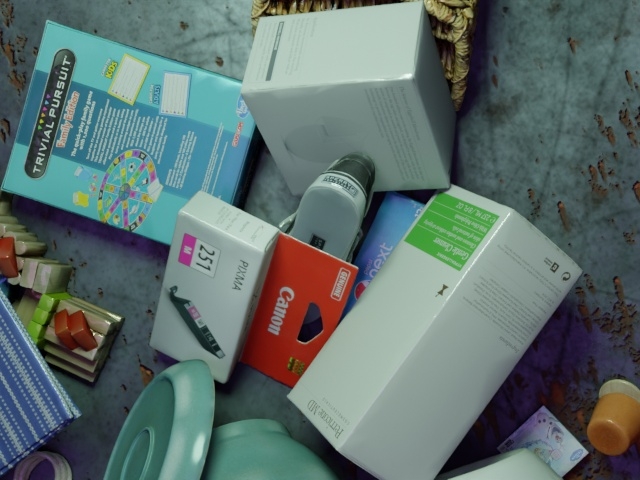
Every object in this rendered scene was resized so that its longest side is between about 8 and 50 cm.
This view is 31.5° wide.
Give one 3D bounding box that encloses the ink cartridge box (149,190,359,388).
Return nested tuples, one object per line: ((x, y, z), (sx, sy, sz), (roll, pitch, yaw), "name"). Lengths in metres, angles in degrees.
((-0.099, 0.093, 1.544), (0.238, 0.060, 0.275), (26, 132, 8), "ink cartridge box")

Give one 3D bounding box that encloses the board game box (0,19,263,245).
((-0.260, -0.143, 1.627), (0.336, 0.079, 0.254), (19, 97, 9), "board game box")

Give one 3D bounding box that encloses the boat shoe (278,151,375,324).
((-0.004, -0.002, 1.540), (0.113, 0.105, 0.306), (28, 137, 8), "boat shoe")

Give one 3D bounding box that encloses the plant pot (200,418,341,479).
((-0.096, 0.365, 1.528), (0.293, 0.293, 0.196), (-26, 59, 8), "plant pot")

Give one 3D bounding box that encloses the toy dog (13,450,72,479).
((-0.458, 0.476, 1.619), (0.333, 0.161, 0.220), (-43, 84, 6), "toy dog")

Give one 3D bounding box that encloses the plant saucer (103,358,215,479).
((-0.231, 0.303, 1.518), (0.043, 0.317, 0.318), (24, 94, -21), "plant saucer")

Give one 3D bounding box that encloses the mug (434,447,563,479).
((0.201, 0.464, 1.449), (0.374, 0.276, 0.328), (-17, 80, -11), "mug")

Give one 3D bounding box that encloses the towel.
((-0.514, 0.236, 1.648), (0.336, 0.040, 0.243), (-37, 82, 24), "towel")

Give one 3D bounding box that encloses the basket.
((0.060, -0.300, 1.520), (0.299, 0.213, 0.223), (11, 91, 8), "basket")

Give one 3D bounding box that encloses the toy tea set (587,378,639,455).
((0.520, 0.293, 1.506), (0.336, 0.124, 0.200), (44, 132, 7), "toy tea set")

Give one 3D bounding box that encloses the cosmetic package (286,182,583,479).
((0.144, 0.126, 1.477), (0.155, 0.197, 0.366), (38, 86, -26), "cosmetic package")

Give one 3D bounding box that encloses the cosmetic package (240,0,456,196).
((0.046, -0.179, 1.485), (0.224, 0.224, 0.138), (-1, 55, 19), "cosmetic package")

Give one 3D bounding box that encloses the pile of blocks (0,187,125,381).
((-0.444, 0.059, 1.645), (0.149, 0.112, 0.362), (-43, 84, 6), "pile of blocks")

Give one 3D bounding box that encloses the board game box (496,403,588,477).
((0.308, 0.290, 1.576), (0.090, 0.020, 0.090), (-44, 83, 6), "board game box")

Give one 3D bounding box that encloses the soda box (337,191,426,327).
((0.085, 0.037, 1.588), (0.071, 0.067, 0.210), (26, 93, 8), "soda box")
